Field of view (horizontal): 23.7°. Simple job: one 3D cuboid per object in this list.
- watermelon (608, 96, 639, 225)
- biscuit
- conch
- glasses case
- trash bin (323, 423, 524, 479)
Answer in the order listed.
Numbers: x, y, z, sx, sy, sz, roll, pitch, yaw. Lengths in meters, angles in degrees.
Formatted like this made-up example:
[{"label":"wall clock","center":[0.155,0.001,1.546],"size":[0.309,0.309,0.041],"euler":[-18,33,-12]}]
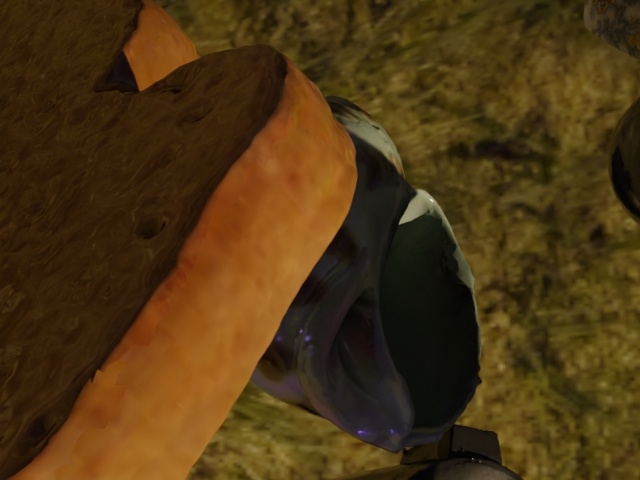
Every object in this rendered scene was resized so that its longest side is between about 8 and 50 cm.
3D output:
[{"label":"watermelon","center":[0.255,-0.068,1.068],"size":[0.105,0.105,0.133],"euler":[22,68,-33]},{"label":"biscuit","center":[-0.182,0.029,0.602],"size":[0.350,0.455,0.078],"euler":[-40,121,-8]},{"label":"conch","center":[0.000,0.001,1.295],"size":[0.249,0.197,0.368],"euler":[8,74,-33]},{"label":"glasses case","center":[0.364,-0.214,1.563],"size":[0.065,0.248,0.087],"euler":[11,109,-36]},{"label":"trash bin","center":[0.046,0.307,1.382],"size":[0.203,0.301,0.252],"euler":[14,70,-31]}]
